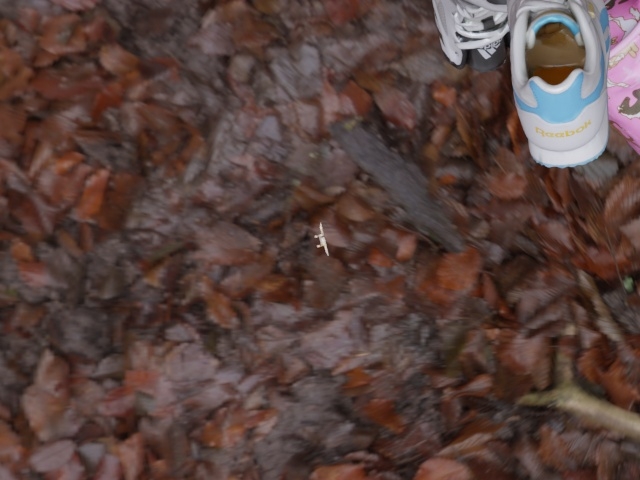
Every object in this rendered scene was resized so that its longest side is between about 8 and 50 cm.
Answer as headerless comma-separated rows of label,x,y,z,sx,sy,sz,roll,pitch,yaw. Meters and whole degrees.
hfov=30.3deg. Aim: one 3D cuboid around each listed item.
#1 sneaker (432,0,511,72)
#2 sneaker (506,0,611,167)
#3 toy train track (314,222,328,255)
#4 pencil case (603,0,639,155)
sneaker,0.228,-0.318,1.499,0.169,0.447,0.257,-21,120,3
sneaker,0.195,-0.172,0.967,0.087,0.092,0.229,-9,50,12
toy train track,0.000,0.000,1.643,0.014,0.083,0.048,-14,92,-1
pencil case,0.461,-0.150,1.421,0.386,0.160,0.167,36,92,-16
